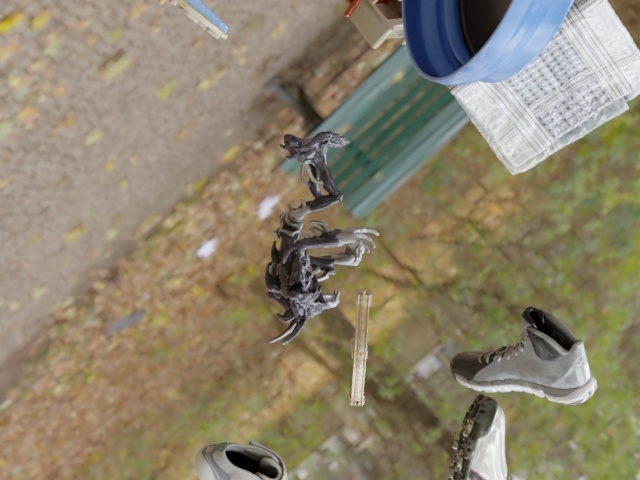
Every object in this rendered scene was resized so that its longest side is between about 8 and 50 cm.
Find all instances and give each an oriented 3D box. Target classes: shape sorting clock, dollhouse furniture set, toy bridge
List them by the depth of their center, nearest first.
[{"bbox_3d":[-0.211,-0.347,1.831,0.040,0.206,0.206,-47,172,3],"label":"shape sorting clock"},{"bbox_3d":[0.137,-0.419,1.974,0.262,0.135,0.259,-15,159,-42],"label":"dollhouse furniture set"},{"bbox_3d":[0.060,0.166,2.022,0.063,0.026,0.188,-87,180,-75],"label":"toy bridge"}]

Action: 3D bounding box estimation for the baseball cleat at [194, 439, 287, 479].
[{"bbox_3d":[-0.055,0.306,1.563,0.109,0.206,0.072,-22,-142,49],"label":"baseball cleat"}]

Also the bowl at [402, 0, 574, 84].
[{"bbox_3d":[0.203,-0.361,1.473,0.077,0.391,0.391,10,150,-18],"label":"bowl"}]

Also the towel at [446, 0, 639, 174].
[{"bbox_3d":[0.411,-0.268,2.307,0.312,0.056,0.324,-34,141,11],"label":"towel"}]

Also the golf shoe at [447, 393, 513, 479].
[{"bbox_3d":[0.212,0.318,1.608,0.105,0.120,0.272,-73,167,-75],"label":"golf shoe"}]

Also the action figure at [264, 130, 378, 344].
[{"bbox_3d":[0.000,0.000,1.710,0.141,0.275,0.164,5,177,-13],"label":"action figure"}]

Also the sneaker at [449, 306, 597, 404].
[{"bbox_3d":[0.282,0.149,1.877,0.229,0.132,0.086,5,-150,35],"label":"sneaker"}]
